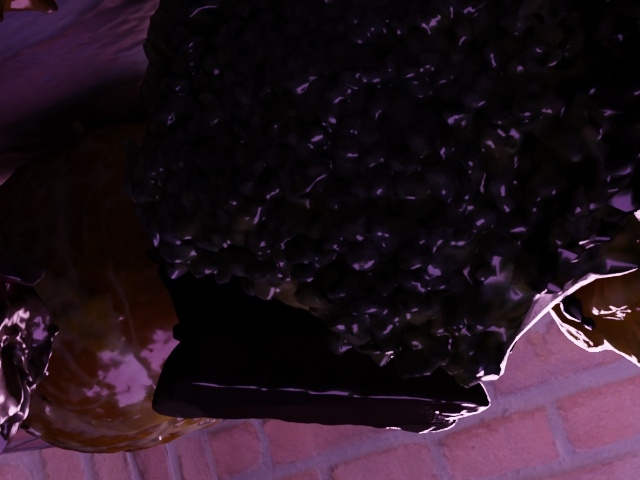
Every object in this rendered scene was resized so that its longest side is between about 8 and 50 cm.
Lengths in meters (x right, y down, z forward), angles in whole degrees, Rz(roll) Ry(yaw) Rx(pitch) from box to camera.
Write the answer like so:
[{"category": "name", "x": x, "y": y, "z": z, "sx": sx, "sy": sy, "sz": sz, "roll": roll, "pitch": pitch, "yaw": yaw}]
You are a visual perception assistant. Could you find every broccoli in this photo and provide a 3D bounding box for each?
[{"category": "broccoli", "x": 0.056, "y": -0.059, "z": 0.951, "sx": 0.348, "sy": 0.293, "sz": 0.281, "roll": -18, "pitch": 178, "yaw": 23}]

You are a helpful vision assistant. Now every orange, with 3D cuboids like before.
[{"category": "orange", "x": -0.129, "y": 0.032, "z": 1.247, "sx": 0.329, "sy": 0.249, "sz": 0.329, "roll": -22, "pitch": 172, "yaw": -3}]

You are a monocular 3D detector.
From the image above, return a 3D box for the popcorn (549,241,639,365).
[{"category": "popcorn", "x": 0.326, "y": -0.043, "z": 1.396, "sx": 0.274, "sy": 0.335, "sz": 0.279, "roll": -5, "pitch": 179, "yaw": 10}]

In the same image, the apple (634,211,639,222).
[{"category": "apple", "x": 0.290, "y": -0.078, "z": 1.185, "sx": 0.193, "sy": 0.265, "sz": 0.120, "roll": -43, "pitch": -158, "yaw": 15}]

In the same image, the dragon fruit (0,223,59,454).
[{"category": "dragon fruit", "x": -0.343, "y": 0.065, "z": 0.992, "sx": 0.329, "sy": 0.329, "sz": 0.329, "roll": -15, "pitch": 169, "yaw": -3}]

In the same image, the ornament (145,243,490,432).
[{"category": "ornament", "x": 0.000, "y": 0.000, "z": 1.084, "sx": 0.251, "sy": 0.260, "sz": 0.106, "roll": 5, "pitch": 156, "yaw": -17}]

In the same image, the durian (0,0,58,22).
[{"category": "durian", "x": -0.170, "y": -0.175, "z": 0.566, "sx": 0.260, "sy": 0.154, "sz": 0.186, "roll": -19, "pitch": 146, "yaw": -24}]
